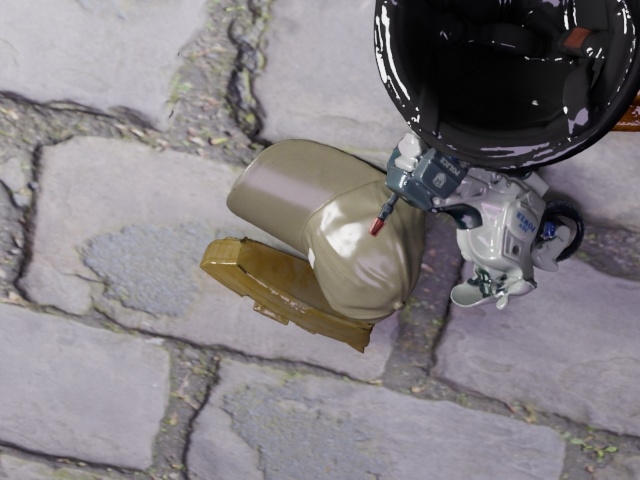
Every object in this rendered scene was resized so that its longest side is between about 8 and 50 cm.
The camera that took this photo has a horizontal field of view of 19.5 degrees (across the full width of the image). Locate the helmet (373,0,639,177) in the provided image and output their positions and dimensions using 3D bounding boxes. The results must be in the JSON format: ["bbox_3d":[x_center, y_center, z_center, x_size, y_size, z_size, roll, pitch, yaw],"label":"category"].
[{"bbox_3d":[0.173,-0.188,1.578,0.231,0.278,0.160,2,173,18],"label":"helmet"}]

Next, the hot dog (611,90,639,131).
[{"bbox_3d":[0.247,-0.132,1.716,0.165,0.045,0.071,0,133,12],"label":"hot dog"}]

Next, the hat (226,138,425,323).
[{"bbox_3d":[0.000,0.000,1.852,0.173,0.144,0.166,6,138,-27],"label":"hat"}]

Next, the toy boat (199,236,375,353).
[{"bbox_3d":[-0.031,0.059,1.957,0.206,0.064,0.072,29,148,-17],"label":"toy boat"}]

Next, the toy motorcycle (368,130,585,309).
[{"bbox_3d":[0.149,-0.020,1.796,0.221,0.102,0.150,39,87,-24],"label":"toy motorcycle"}]
